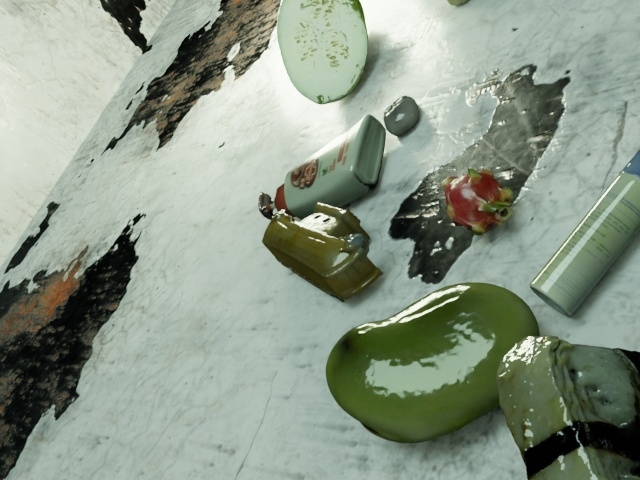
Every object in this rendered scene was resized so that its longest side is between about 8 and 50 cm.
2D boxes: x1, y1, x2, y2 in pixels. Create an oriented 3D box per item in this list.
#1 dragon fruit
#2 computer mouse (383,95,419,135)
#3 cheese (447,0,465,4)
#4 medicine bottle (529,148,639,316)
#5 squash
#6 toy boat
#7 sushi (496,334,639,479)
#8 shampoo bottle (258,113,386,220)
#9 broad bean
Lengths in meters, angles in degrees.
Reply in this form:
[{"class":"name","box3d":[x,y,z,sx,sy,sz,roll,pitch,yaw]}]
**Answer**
[{"class":"dragon fruit","box3d":[0.211,-0.049,1.172,0.086,0.081,0.116,-36,29,4]},{"class":"computer mouse","box3d":[0.135,-0.219,1.516,0.066,0.039,0.096,-37,31,22]},{"class":"cheese","box3d":[0.237,-0.526,1.605,0.123,0.167,0.094,-40,28,11]},{"class":"medicine bottle","box3d":[0.330,-0.020,0.993,0.231,0.059,0.059,-50,29,-2]},{"class":"squash","box3d":[0.003,-0.417,1.784,0.189,0.189,0.260,-36,27,24]},{"class":"toy boat","box3d":[0.000,0.000,1.401,0.121,0.089,0.321,-48,27,-8]},{"class":"sushi","box3d":[0.231,0.203,0.816,0.134,0.109,0.272,-25,38,39]},{"class":"shampoo bottle","box3d":[-0.013,-0.102,1.552,0.284,0.071,0.153,-24,40,38]},{"class":"broad bean","box3d":[0.126,0.142,1.026,0.263,0.121,0.189,-30,38,28]}]
